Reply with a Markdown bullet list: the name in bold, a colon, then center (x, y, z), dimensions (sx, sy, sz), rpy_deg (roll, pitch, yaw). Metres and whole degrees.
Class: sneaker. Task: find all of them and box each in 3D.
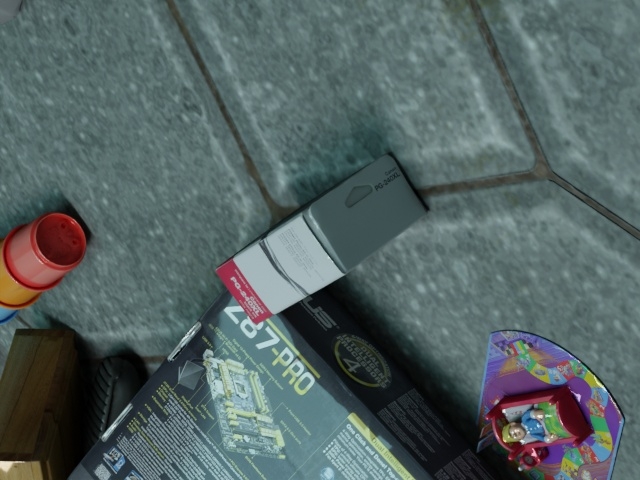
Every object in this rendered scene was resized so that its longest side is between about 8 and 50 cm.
- **sneaker**: center (-0.188, 0.281, 1.857), dimensions (0.122, 0.146, 0.330), rpy_deg (-131, 42, -71)

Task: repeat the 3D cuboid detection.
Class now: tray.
- **tray**: center (-0.302, 0.320, 1.929), dimensions (0.076, 0.202, 0.411), rpy_deg (2, 129, 3)

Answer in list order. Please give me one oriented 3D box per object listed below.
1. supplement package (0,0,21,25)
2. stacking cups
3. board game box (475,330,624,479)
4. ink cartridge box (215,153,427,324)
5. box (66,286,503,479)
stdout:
- **supplement package**: center (-0.413, -0.317, 1.534), dimensions (0.293, 0.177, 0.175), rpy_deg (47, 144, 9)
- **stacking cups**: center (-0.352, 0.050, 1.843), dimensions (0.096, 0.096, 0.316), rpy_deg (56, 145, -4)
- **board game box**: center (0.177, 0.155, 1.400), dimensions (0.133, 0.033, 0.168), rpy_deg (31, 140, 27)
- **ink cartridge box**: center (0.000, 0.000, 1.400), dimensions (0.063, 0.109, 0.150), rpy_deg (56, 144, -3)
- **box**: center (-0.009, 0.257, 1.532), dimensions (0.395, 0.097, 0.318), rpy_deg (46, 122, 12)
